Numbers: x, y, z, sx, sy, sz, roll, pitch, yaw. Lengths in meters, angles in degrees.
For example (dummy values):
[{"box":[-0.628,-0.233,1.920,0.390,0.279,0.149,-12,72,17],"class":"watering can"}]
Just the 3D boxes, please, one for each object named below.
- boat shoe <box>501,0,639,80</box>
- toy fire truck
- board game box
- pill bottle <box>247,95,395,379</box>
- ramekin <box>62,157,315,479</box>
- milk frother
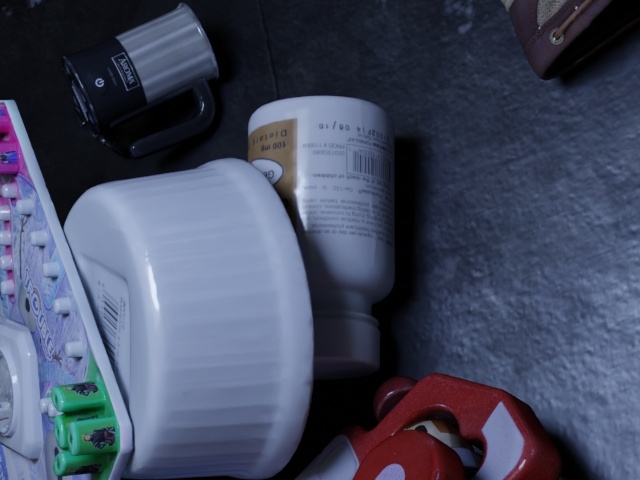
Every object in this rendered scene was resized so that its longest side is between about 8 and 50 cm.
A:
[{"box":[0.301,-0.234,1.478,0.342,0.123,0.123,-25,71,29],"class":"boat shoe"},{"box":[0.051,0.227,1.464,0.302,0.169,0.254,-49,31,12],"class":"toy fire truck"},{"box":[-0.292,0.138,1.676,0.390,0.050,0.390,66,147,34],"class":"board game box"},{"box":[0.000,0.000,1.590,0.131,0.131,0.229,-10,72,34],"class":"pill bottle"},{"box":[-0.125,0.072,1.542,0.277,0.135,0.277,16,108,62],"class":"ramekin"},{"box":[-0.179,-0.154,1.815,0.134,0.129,0.143,-25,19,-13],"class":"milk frother"}]
